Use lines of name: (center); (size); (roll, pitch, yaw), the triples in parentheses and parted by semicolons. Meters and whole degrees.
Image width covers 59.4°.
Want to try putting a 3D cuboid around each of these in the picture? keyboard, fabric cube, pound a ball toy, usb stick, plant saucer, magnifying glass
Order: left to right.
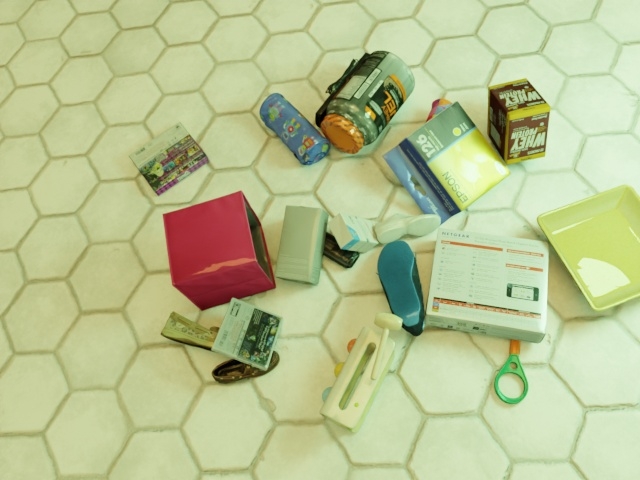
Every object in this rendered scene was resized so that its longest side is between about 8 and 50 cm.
fabric cube: (-0.311, 0.039, 1.757); (0.258, 0.259, 0.254); (-17, 65, 2)
usb stick: (0.000, 0.000, 1.846); (0.278, 0.045, 0.077); (31, 69, 20)
keyboard: (0.079, -0.556, 2.009); (0.033, 0.201, 0.317); (35, 74, 6)
pound a ball toy: (0.108, 0.357, 1.573); (0.135, 0.208, 0.319); (23, 71, 17)
magnifying glass: (0.555, 0.353, 1.614); (0.092, 0.026, 0.231); (9, 69, 13)
plant saucer: (0.860, 0.027, 1.677); (0.332, 0.081, 0.333); (-19, 65, -7)

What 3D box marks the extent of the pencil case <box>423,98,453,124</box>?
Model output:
pencil case: (0.389, -0.376, 1.937); (0.104, 0.104, 0.236); (24, 71, 18)

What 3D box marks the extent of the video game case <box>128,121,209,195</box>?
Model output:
video game case: (-0.560, -0.304, 2.071); (0.232, 0.042, 0.210); (-37, 65, -9)

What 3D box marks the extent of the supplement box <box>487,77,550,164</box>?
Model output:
supplement box: (0.638, -0.387, 1.821); (0.129, 0.191, 0.194); (-12, 43, 2)

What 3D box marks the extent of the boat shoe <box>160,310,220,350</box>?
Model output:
boat shoe: (-0.356, 0.287, 1.731); (0.285, 0.104, 0.089); (11, 70, 14)

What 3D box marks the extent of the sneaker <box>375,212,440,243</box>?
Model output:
sneaker: (0.279, -0.060, 1.819); (0.212, 0.080, 0.094); (-13, 40, 0)

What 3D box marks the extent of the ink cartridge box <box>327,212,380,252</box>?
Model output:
ink cartridge box: (0.116, -0.021, 1.798); (0.060, 0.180, 0.104); (-41, 61, 27)

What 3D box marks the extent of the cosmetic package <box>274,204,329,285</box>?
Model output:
cosmetic package: (-0.058, 0.013, 1.781); (0.127, 0.107, 0.238); (9, 81, 18)

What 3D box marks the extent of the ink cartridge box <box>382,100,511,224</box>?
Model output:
ink cartridge box: (0.413, -0.249, 1.830); (0.307, 0.072, 0.304); (-37, 91, -12)

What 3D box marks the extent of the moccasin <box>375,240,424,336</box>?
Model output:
moccasin: (0.241, 0.146, 1.696); (0.137, 0.117, 0.342); (-14, 40, 16)

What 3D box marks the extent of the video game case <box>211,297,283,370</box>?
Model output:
video game case: (-0.217, 0.280, 1.692); (0.173, 0.022, 0.190); (22, 46, -6)

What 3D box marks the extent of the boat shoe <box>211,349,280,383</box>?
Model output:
boat shoe: (-0.225, 0.380, 1.687); (0.207, 0.073, 0.073); (-21, 62, -3)

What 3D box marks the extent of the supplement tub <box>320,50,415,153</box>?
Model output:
supplement tub: (0.161, -0.478, 1.956); (0.207, 0.207, 0.338); (31, 74, 20)

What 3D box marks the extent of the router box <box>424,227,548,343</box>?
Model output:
router box: (0.499, 0.128, 1.678); (0.335, 0.082, 0.301); (9, 61, 12)

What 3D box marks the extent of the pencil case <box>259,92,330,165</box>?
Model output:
pencil case: (-0.097, -0.392, 2.004); (0.133, 0.119, 0.306); (-49, 66, 16)
